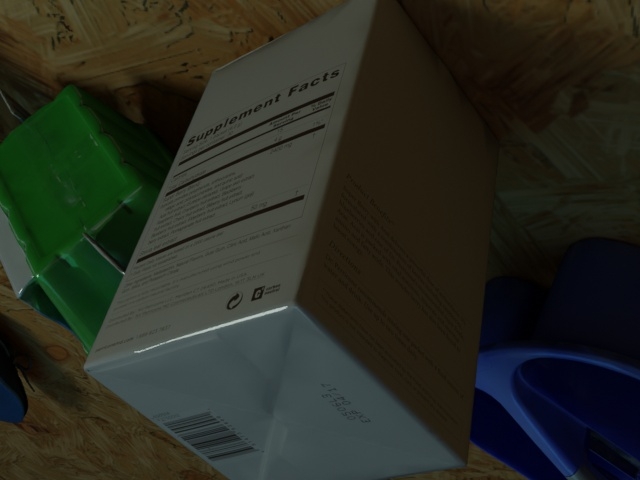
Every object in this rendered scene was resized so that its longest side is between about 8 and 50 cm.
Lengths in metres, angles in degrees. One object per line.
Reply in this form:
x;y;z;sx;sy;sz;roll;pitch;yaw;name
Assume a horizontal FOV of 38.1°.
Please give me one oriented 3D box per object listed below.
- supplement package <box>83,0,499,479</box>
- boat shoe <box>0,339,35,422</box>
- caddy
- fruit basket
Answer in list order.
0.000;0.000;0.646;0.175;0.293;0.177;-19;129;34;supplement package
-0.493;0.187;1.410;0.108;0.089;0.258;6;140;2;boat shoe
0.271;0.158;0.834;0.341;0.179;0.241;34;146;-17;caddy
-0.145;0.046;0.845;0.327;0.165;0.353;48;171;43;fruit basket
